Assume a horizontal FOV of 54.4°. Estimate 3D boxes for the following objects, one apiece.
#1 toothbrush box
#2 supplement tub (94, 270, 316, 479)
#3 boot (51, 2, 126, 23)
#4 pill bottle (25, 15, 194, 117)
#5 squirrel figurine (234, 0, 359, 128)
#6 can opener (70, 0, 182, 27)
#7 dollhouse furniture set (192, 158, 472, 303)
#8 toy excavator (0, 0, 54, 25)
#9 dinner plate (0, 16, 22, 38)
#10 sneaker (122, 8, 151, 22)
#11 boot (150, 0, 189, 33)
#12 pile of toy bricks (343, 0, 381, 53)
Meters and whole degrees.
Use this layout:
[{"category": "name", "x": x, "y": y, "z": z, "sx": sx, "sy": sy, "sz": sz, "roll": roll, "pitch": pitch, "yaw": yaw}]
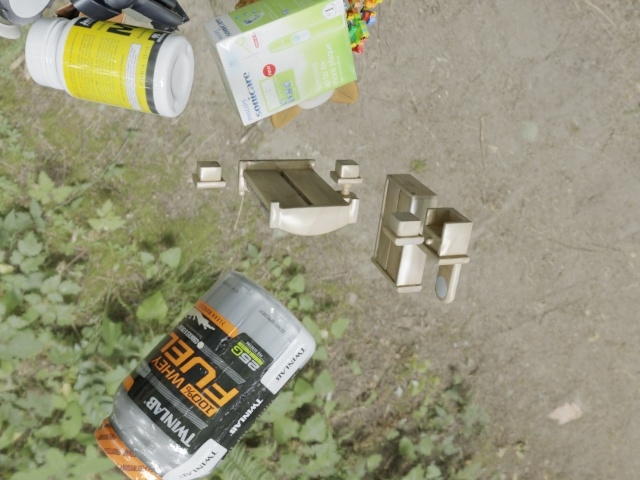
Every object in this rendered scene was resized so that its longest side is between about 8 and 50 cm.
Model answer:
[{"category": "toothbrush box", "x": -0.083, "y": -0.411, "z": 1.362, "sx": 0.283, "sy": 0.122, "sz": 0.206, "roll": -23, "pitch": 135, "yaw": -8}, {"category": "supplement tub", "x": -0.173, "y": 0.217, "z": 0.949, "sx": 0.316, "sy": 0.194, "sz": 0.193, "roll": -49, "pitch": 126, "yaw": -15}, {"category": "boot", "x": -0.657, "y": -0.629, "z": 1.744, "sx": 0.109, "sy": 0.220, "sz": 0.283, "roll": 39, "pitch": 82, "yaw": -1}, {"category": "pill bottle", "x": -0.299, "y": -0.253, "z": 0.893, "sx": 0.209, "sy": 0.119, "sz": 0.119, "roll": 12, "pitch": 127, "yaw": 5}, {"category": "squirrel figurine", "x": -0.094, "y": -0.587, "z": 1.804, "sx": 0.281, "sy": 0.370, "sz": 0.397, "roll": -22, "pitch": 159, "yaw": 1}, {"category": "can opener", "x": -0.231, "y": -0.306, "z": 0.776, "sx": 0.073, "sy": 0.186, "sz": 0.059, "roll": -14, "pitch": 96, "yaw": 22}, {"category": "dollhouse furniture set", "x": 0.000, "y": 0.000, "z": 0.981, "sx": 0.356, "sy": 0.303, "sz": 0.173, "roll": -3, "pitch": 116, "yaw": -20}, {"category": "toy excavator", "x": -0.374, "y": -0.510, "z": 0.873, "sx": 0.222, "sy": 0.445, "sz": 0.433, "roll": 31, "pitch": 160, "yaw": 6}, {"category": "dinner plate", "x": -0.749, "y": -0.522, "z": 1.429, "sx": 0.017, "sy": 0.141, "sz": 0.141, "roll": -40, "pitch": 122, "yaw": 19}, {"category": "sneaker", "x": -0.368, "y": -0.448, "z": 1.015, "sx": 0.090, "sy": 0.094, "sz": 0.235, "roll": -24, "pitch": 115, "yaw": 42}, {"category": "boot", "x": -0.439, "y": -0.639, "z": 1.772, "sx": 0.099, "sy": 0.121, "sz": 0.045, "roll": -34, "pitch": 163, "yaw": -3}, {"category": "pile of toy bricks", "x": 0.092, "y": -0.536, "z": 1.556, "sx": 0.118, "sy": 0.105, "sz": 0.212, "roll": -13, "pitch": 167, "yaw": -26}]
